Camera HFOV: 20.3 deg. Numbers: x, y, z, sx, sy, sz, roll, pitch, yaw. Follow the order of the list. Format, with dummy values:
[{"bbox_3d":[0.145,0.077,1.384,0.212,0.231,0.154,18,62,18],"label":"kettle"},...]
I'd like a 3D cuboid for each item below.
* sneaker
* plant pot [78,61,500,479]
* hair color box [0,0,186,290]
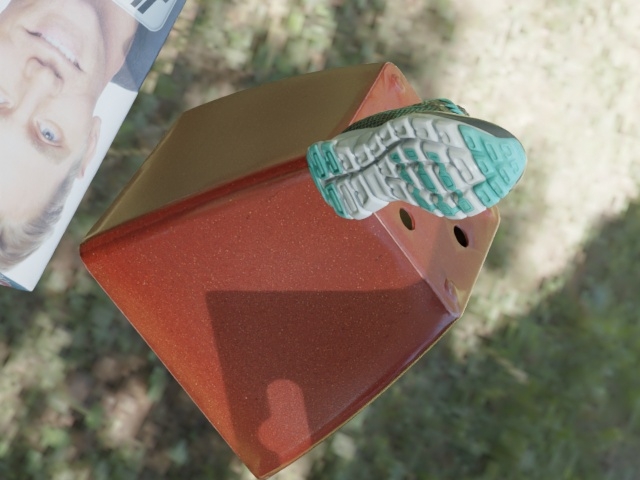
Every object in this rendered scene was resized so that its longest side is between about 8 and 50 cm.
[{"bbox_3d":[0.062,-0.055,0.993,0.076,0.166,0.065,-37,112,-28],"label":"sneaker"},{"bbox_3d":[0.000,0.000,1.552,0.267,0.235,0.267,53,33,-16],"label":"plant pot"},{"bbox_3d":[-0.222,-0.155,1.345,0.174,0.105,0.347,35,75,-37],"label":"hair color box"}]
